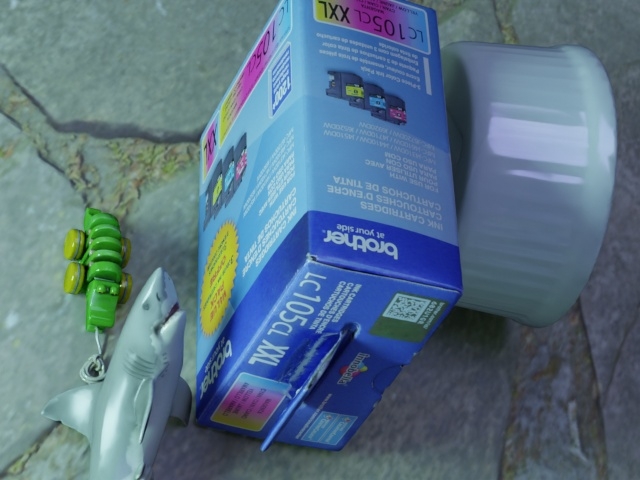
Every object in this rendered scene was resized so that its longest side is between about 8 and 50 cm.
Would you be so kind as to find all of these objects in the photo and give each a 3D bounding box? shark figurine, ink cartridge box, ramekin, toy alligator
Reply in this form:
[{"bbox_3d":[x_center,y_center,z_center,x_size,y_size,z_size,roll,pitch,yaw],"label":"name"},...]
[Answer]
[{"bbox_3d":[-0.189,0.171,1.655,0.116,0.166,0.278,13,63,12],"label":"shark figurine"},{"bbox_3d":[0.000,0.000,1.757,0.151,0.270,0.395,12,50,-20],"label":"ink cartridge box"},{"bbox_3d":[0.166,-0.060,1.911,0.135,0.277,0.277,7,51,-15],"label":"ramekin"},{"bbox_3d":[-0.194,0.038,1.767,0.056,0.051,0.189,12,50,-22],"label":"toy alligator"}]
